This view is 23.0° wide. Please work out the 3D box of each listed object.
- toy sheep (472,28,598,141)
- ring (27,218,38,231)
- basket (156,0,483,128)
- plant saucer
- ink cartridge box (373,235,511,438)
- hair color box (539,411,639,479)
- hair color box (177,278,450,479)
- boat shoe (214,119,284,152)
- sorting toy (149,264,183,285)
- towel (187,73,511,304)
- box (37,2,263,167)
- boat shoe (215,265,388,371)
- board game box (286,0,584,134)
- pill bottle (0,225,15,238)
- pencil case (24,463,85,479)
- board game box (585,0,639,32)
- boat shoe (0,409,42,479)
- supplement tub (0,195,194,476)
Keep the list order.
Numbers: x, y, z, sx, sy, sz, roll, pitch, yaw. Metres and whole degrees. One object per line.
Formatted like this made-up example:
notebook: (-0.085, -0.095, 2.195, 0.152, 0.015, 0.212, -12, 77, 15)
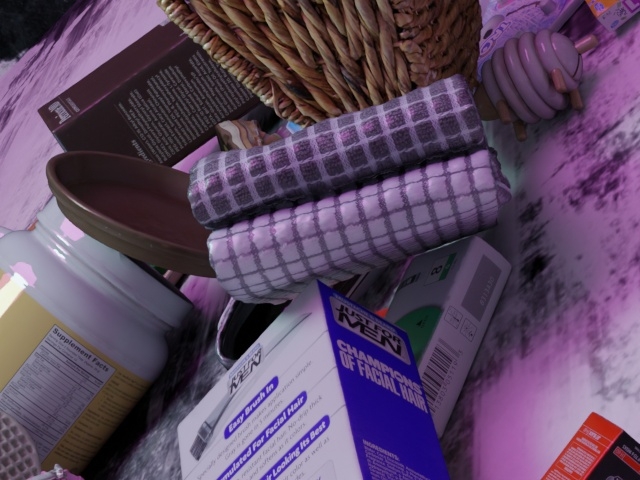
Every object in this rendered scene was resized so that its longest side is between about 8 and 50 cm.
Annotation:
toy sheep: (0.195, -0.147, 1.428, 0.132, 0.091, 0.091, -26, 29, 21)
ring: (-0.450, 0.045, 2.485, 0.336, 0.032, 0.337, -43, 22, 22)
basket: (0.014, -0.200, 1.471, 0.223, 0.213, 0.299, -12, 20, 19)
plant saucer: (-0.173, -0.027, 1.735, 0.278, 0.277, 0.041, -117, 46, -67)
ink cartridge box: (0.048, 0.101, 1.353, 0.224, 0.056, 0.181, -20, 36, 50)
hair color box: (0.157, 0.184, 0.966, 0.141, 0.072, 0.043, -53, 21, -3)
hair color box: (0.000, 0.206, 1.122, 0.185, 0.110, 0.339, -47, 31, 23)
boat shoe: (-0.075, -0.110, 1.939, 0.072, 0.068, 0.190, -19, 32, -9)
sorting toy: (-0.213, 0.012, 2.042, 0.307, 0.041, 0.229, -54, 21, -9)
towel: (0.032, -0.041, 1.284, 0.235, 0.121, 0.283, -19, -5, 7)
box: (-0.177, -0.216, 2.092, 0.381, 0.143, 0.191, -38, 21, -5)
boat shoe: (-0.004, -0.001, 1.495, 0.113, 0.105, 0.306, 32, 82, 30)
board game box: (0.124, -0.233, 1.727, 0.390, 0.050, 0.390, -49, 24, 4)
pill bottle: (-0.478, 0.123, 2.230, 0.153, 0.153, 0.265, -5, 54, 62)
pencil case: (-0.183, 0.297, 1.344, 0.160, 0.167, 0.386, -43, 18, -21)
board game box: (0.279, -0.275, 1.473, 0.103, 0.026, 0.154, -38, 40, 17)
boat shoe: (-0.395, 0.394, 1.526, 0.156, 0.186, 0.500, -37, 39, 51)
supplement tub: (-0.323, 0.140, 1.776, 0.331, 0.241, 0.241, -52, 21, -2)
